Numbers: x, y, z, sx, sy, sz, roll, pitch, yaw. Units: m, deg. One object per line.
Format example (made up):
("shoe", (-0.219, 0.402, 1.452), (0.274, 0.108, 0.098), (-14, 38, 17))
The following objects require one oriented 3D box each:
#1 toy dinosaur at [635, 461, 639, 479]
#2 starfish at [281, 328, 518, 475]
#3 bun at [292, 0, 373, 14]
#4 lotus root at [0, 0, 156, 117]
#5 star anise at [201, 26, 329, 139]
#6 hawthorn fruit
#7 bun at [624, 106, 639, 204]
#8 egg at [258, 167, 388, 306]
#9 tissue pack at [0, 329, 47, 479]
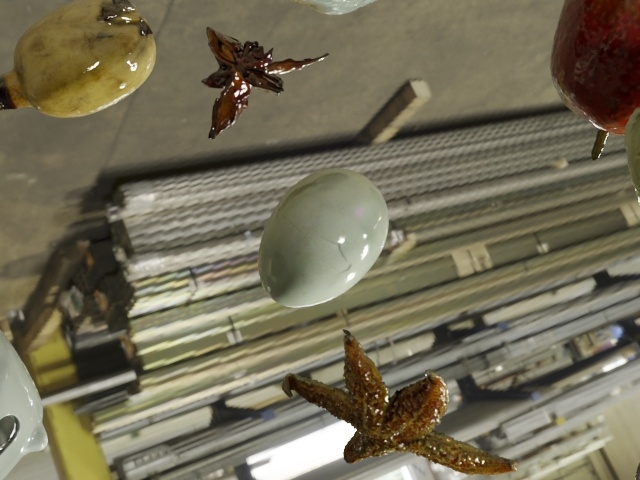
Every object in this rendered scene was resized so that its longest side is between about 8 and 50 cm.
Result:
("toy dinosaur", (0.625, 0.312, 1.398), (0.077, 0.162, 0.294), (-43, -170, 49))
("starfish", (0.067, 0.168, 0.765), (0.227, 0.241, 0.043), (86, 27, -54))
("bun", (0.029, -0.489, 1.140), (0.211, 0.361, 0.362), (16, -179, 26))
("lotus root", (-0.432, -0.298, 1.396), (0.310, 0.182, 0.183), (-28, 164, -5))
("star anise", (-0.081, -0.226, 1.134), (0.141, 0.158, 0.144), (-16, 168, 34))
("hawthorn fruit", (0.515, -0.294, 1.336), (0.285, 0.285, 0.368), (-10, 125, -39))
("bun", (0.520, -0.115, 1.103), (0.220, 0.220, 0.134), (-25, 162, 5))
("egg", (0.000, 0.000, 1.093), (0.209, 0.151, 0.151), (-52, 156, 11))
("tissue pack", (-0.508, 0.241, 0.996), (0.333, 0.236, 0.229), (-49, 155, -33))
